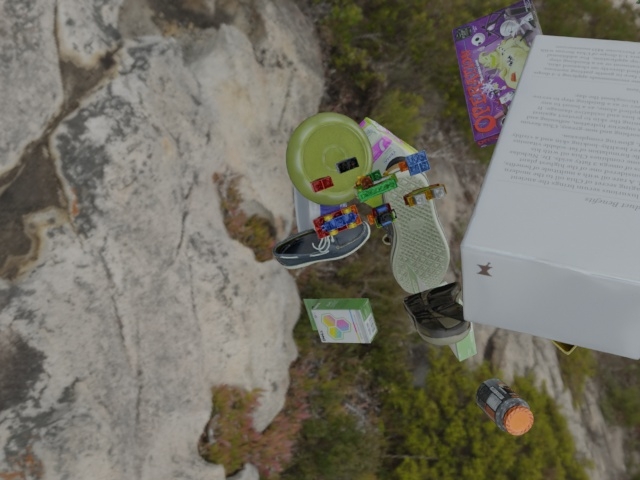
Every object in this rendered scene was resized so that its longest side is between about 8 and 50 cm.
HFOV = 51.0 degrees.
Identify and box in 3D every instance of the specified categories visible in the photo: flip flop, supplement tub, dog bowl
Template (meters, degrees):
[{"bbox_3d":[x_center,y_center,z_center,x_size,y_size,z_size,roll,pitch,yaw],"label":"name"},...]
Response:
[{"bbox_3d":[0.212,0.138,1.178,0.277,0.112,0.080,-82,153,-78],"label":"flip flop"},{"bbox_3d":[0.572,0.518,2.084,0.117,0.117,0.190,49,-1,-19],"label":"supplement tub"},{"bbox_3d":[-0.005,-0.108,1.891,0.104,0.265,0.264,-5,69,-10],"label":"dog bowl"}]

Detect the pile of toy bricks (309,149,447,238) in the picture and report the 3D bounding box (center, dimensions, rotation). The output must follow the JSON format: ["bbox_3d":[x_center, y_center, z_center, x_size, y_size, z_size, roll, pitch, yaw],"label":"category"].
[{"bbox_3d":[0.080,-0.082,1.065,0.105,0.212,0.118,-130,-159,-81],"label":"pile of toy bricks"}]

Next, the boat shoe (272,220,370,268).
[{"bbox_3d":[0.000,0.000,1.720,0.079,0.255,0.095,49,30,-59],"label":"boat shoe"}]

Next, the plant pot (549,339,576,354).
[{"bbox_3d":[0.441,0.138,1.190,0.081,0.081,0.083,44,27,19],"label":"plant pot"}]

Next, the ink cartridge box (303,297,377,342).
[{"bbox_3d":[0.042,0.219,1.837,0.062,0.209,0.108,-48,127,-50],"label":"ink cartridge box"}]

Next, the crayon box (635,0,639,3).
[{"bbox_3d":[0.682,-0.389,1.004,0.323,0.203,0.083,-5,74,-9],"label":"crayon box"}]

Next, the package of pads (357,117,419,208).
[{"bbox_3d":[0.180,-0.234,2.123,0.297,0.229,0.101,27,22,-44],"label":"package of pads"}]

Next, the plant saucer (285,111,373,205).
[{"bbox_3d":[0.031,-0.209,1.713,0.241,0.037,0.240,-1,93,-20],"label":"plant saucer"}]

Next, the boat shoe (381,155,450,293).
[{"bbox_3d":[0.285,-0.041,2.058,0.156,0.187,0.500,-94,169,-52],"label":"boat shoe"}]

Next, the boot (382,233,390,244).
[{"bbox_3d":[0.285,-0.005,2.327,0.085,0.158,0.059,-6,91,-32],"label":"boot"}]

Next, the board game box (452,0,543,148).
[{"bbox_3d":[0.448,-0.408,1.626,0.056,0.208,0.346,30,47,-50],"label":"board game box"}]

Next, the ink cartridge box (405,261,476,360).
[{"bbox_3d":[0.303,0.167,1.692,0.235,0.056,0.171,-121,-172,-47],"label":"ink cartridge box"}]

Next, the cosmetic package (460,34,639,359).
[{"bbox_3d":[0.363,-0.086,0.932,0.161,0.230,0.453,76,33,-48],"label":"cosmetic package"}]
